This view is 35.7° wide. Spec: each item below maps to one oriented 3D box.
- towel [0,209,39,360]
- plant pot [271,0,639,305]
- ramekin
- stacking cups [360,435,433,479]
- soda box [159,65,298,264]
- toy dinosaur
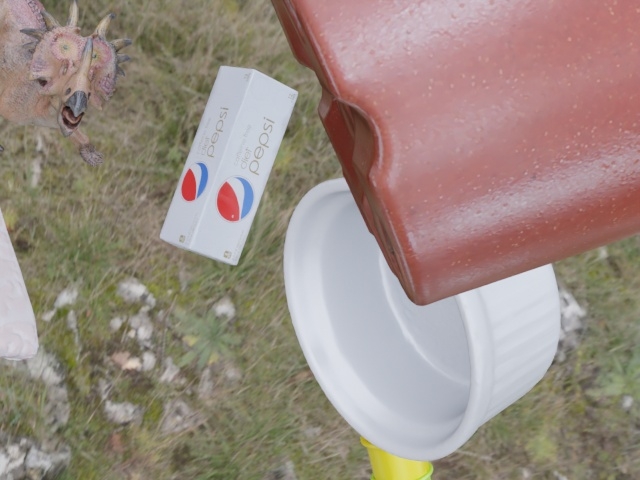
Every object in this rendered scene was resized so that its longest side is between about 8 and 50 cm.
[{"bbox_3d":[-0.514,-0.005,1.207,0.332,0.053,0.317,18,41,-55],"label":"towel"},{"bbox_3d":[0.121,-0.113,0.445,0.265,0.272,0.272,-23,77,1],"label":"plant pot"},{"bbox_3d":[0.097,0.059,0.961,0.135,0.277,0.277,-19,77,-34],"label":"ramekin"},{"bbox_3d":[0.141,0.415,1.424,0.096,0.096,0.316,-21,103,-26],"label":"stacking cups"},{"bbox_3d":[-0.106,-0.087,1.143,0.074,0.069,0.216,22,86,-42],"label":"soda box"},{"bbox_3d":[-0.300,-0.195,1.025,0.295,0.200,0.127,46,43,18],"label":"toy dinosaur"}]
